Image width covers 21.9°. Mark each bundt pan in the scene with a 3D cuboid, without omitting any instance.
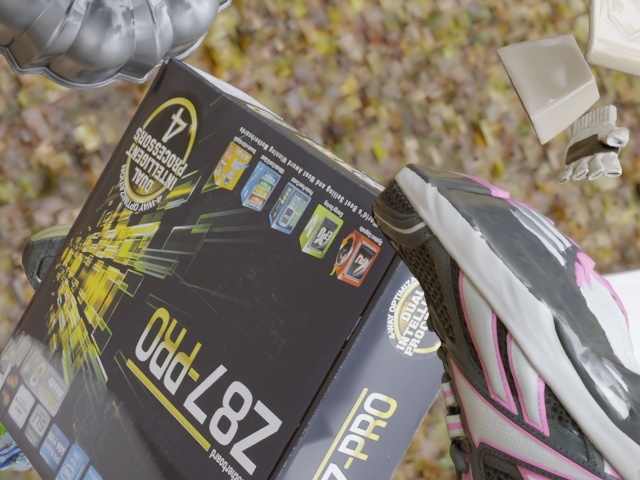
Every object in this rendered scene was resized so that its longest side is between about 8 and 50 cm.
[{"bbox_3d":[-0.212,-0.311,1.594,0.330,0.124,0.331,-1,93,-21],"label":"bundt pan"}]

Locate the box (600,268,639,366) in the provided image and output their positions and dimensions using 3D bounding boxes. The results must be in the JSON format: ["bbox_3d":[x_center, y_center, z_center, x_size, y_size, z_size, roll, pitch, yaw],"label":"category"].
[{"bbox_3d":[0.256,0.119,1.307,0.181,0.119,0.181,-9,78,-13],"label":"box"}]

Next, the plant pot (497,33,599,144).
[{"bbox_3d":[0.300,-0.205,2.140,0.109,0.096,0.109,67,8,20],"label":"plant pot"}]

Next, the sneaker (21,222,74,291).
[{"bbox_3d":[-0.204,0.000,2.100,0.410,0.158,0.182,0,40,-38],"label":"sneaker"}]

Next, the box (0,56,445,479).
[{"bbox_3d":[-0.076,0.070,1.189,0.097,0.395,0.318,23,99,-36],"label":"box"}]

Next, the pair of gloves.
[{"bbox_3d":[0.442,-0.164,2.314,0.042,0.240,0.204,54,31,-23],"label":"pair of gloves"}]

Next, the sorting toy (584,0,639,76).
[{"bbox_3d":[0.366,-0.315,1.949,0.307,0.041,0.229,8,85,-37],"label":"sorting toy"}]

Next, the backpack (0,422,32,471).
[{"bbox_3d":[-0.339,0.196,1.805,0.084,0.114,0.105,7,54,-48],"label":"backpack"}]

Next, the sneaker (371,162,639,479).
[{"bbox_3d":[0.063,0.053,0.512,0.072,0.077,0.178,13,35,-53],"label":"sneaker"}]

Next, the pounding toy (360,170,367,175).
[{"bbox_3d":[0.000,0.000,1.709,0.100,0.141,0.130,50,-20,46],"label":"pounding toy"}]
